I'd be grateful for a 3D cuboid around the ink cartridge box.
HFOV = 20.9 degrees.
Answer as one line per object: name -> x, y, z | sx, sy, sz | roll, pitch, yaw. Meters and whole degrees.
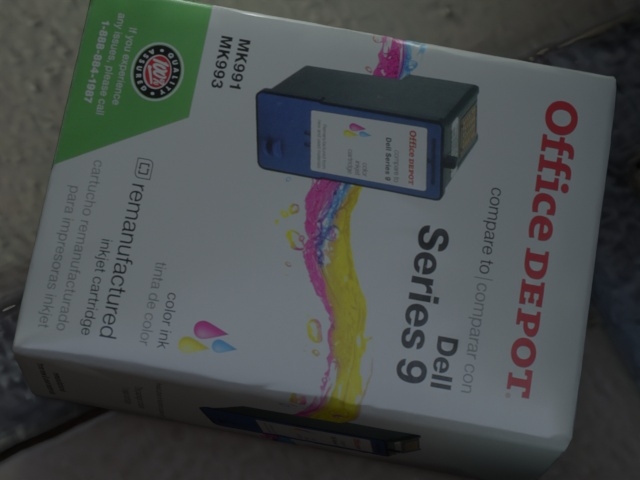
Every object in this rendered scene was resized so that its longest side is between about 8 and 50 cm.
ink cartridge box -> 0.000, 0.000, 0.689 | 0.212, 0.093, 0.154 | 11, 73, -1
